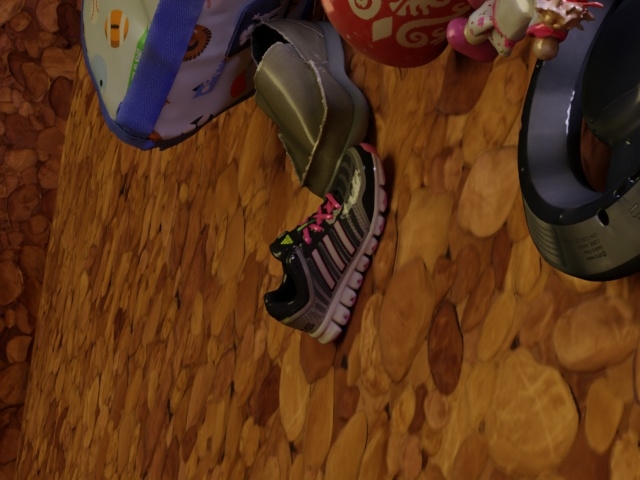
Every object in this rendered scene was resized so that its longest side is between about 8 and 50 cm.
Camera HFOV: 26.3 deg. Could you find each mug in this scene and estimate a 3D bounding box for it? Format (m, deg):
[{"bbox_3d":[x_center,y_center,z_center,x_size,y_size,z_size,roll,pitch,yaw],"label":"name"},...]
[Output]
[{"bbox_3d":[0.084,-0.224,0.948,0.169,0.113,0.150,140,137,-57],"label":"mug"}]

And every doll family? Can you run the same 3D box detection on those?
[{"bbox_3d":[0.126,-0.223,0.717,0.263,0.118,0.163,-63,15,-20],"label":"doll family"}]

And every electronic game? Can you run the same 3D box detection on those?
[{"bbox_3d":[0.170,-0.088,0.699,0.229,0.048,0.229,-56,22,36],"label":"electronic game"}]

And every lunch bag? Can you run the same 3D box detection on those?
[{"bbox_3d":[-0.106,-0.318,1.367,0.328,0.238,0.386,119,165,-46],"label":"lunch bag"}]

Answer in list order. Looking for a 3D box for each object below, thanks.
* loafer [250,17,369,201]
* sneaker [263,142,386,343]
[{"bbox_3d":[-0.021,-0.121,1.220,0.251,0.087,0.094,-105,32,-55],"label":"loafer"},{"bbox_3d":[0.000,0.000,1.103,0.063,0.074,0.170,-123,48,-65],"label":"sneaker"}]
